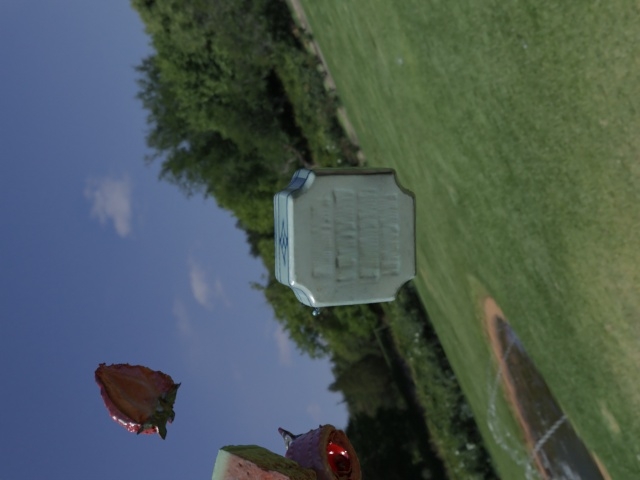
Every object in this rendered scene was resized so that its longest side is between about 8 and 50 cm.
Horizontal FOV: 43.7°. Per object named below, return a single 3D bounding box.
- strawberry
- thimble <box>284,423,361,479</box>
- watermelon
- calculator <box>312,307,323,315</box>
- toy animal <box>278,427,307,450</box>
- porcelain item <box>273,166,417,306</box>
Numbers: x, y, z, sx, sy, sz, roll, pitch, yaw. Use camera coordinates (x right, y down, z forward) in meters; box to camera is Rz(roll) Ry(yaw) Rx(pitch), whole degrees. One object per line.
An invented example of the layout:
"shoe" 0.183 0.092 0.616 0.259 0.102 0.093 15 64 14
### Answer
"strawberry" -0.468 0.400 1.990 0.098 0.228 0.174 86 -160 -56
"thimble" 0.005 0.527 1.817 0.163 0.125 0.190 48 -158 -22
"watermelon" -0.074 0.515 1.648 0.193 0.256 0.140 26 -107 -55
"calculator" 0.008 0.161 2.179 0.019 0.094 0.141 31 160 10
"toy animal" -0.040 0.603 2.383 0.070 0.202 0.105 28 -101 -65
"porcelain item" 0.048 -0.010 1.639 0.157 0.281 0.286 -165 71 -71
